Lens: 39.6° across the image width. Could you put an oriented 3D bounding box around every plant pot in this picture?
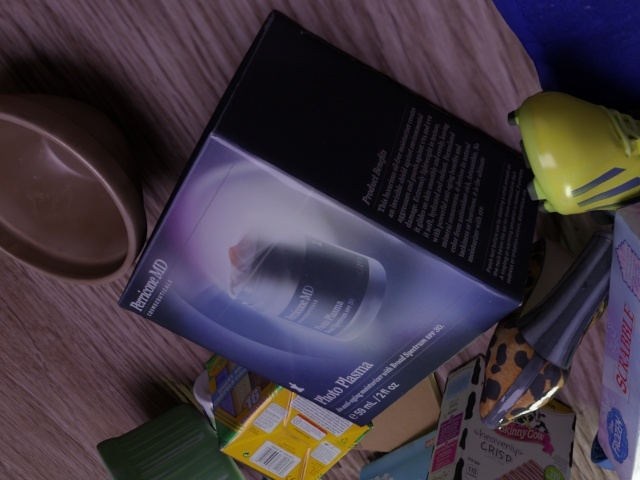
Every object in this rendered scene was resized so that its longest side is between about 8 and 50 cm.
[{"bbox_3d":[-0.275,-0.072,0.933,0.237,0.110,0.237,15,139,13],"label":"plant pot"}]

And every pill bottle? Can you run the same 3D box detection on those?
[{"bbox_3d":[-0.133,0.237,1.268,0.067,0.067,0.120,3,138,19],"label":"pill bottle"}]

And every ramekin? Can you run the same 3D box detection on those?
[{"bbox_3d":[-0.183,0.385,1.293,0.303,0.148,0.303,51,163,23],"label":"ramekin"}]

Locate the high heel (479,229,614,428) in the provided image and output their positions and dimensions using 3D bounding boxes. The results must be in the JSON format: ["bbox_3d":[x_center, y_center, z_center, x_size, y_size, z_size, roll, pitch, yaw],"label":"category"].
[{"bbox_3d":[0.192,0.091,0.827,0.093,0.186,0.261,36,174,10],"label":"high heel"}]

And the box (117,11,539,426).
[{"bbox_3d":[0.000,0.000,0.857,0.294,0.183,0.296,29,139,-9],"label":"box"}]

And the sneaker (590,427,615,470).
[{"bbox_3d":[0.406,0.215,1.012,0.090,0.081,0.232,30,139,-4],"label":"sneaker"}]

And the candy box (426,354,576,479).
[{"bbox_3d":[0.210,0.274,1.040,0.159,0.233,0.071,30,139,-14],"label":"candy box"}]

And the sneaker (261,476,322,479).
[{"bbox_3d":[-0.040,0.502,1.485,0.182,0.128,0.315,-13,132,30],"label":"sneaker"}]

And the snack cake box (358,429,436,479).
[{"bbox_3d":[0.170,0.347,1.226,0.152,0.089,0.264,22,147,-14],"label":"snack cake box"}]

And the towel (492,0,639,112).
[{"bbox_3d":[0.276,-0.192,0.604,0.308,0.076,0.227,-9,148,29],"label":"towel"}]

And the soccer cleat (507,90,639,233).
[{"bbox_3d":[0.238,-0.064,0.678,0.121,0.094,0.289,-17,163,34],"label":"soccer cleat"}]

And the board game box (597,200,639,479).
[{"bbox_3d":[0.393,0.055,0.732,0.318,0.066,0.318,-18,135,-4],"label":"board game box"}]

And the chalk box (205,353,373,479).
[{"bbox_3d":[-0.045,0.169,1.074,0.132,0.213,0.132,37,105,-28],"label":"chalk box"}]

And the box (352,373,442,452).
[{"bbox_3d":[0.089,0.228,1.202,0.164,0.021,0.201,-1,136,23],"label":"box"}]
